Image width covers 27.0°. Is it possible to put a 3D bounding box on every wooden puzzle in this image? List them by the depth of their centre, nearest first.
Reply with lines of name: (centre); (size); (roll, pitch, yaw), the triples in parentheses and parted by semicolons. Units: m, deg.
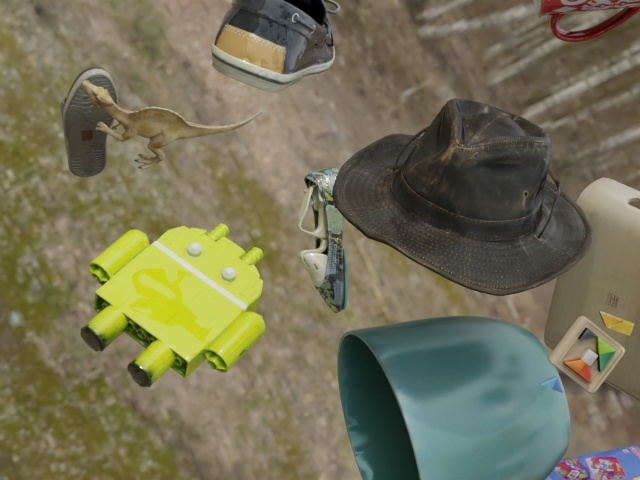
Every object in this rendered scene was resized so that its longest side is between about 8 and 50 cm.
wooden puzzle: (0.311, 0.133, 1.553); (0.078, 0.116, 0.014); (30, 2, -15)

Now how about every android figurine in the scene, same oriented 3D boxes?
android figurine: (-0.189, 0.077, 1.818); (0.248, 0.273, 0.056); (36, -36, 17)

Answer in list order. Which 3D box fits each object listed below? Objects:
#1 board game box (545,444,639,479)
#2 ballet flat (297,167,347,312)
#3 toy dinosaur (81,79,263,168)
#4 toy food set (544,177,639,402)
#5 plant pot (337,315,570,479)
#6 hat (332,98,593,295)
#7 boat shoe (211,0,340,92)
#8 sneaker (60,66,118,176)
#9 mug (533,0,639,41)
board game box: (0.496, 0.472, 2.203); (0.347, 0.233, 0.078); (-125, -151, -65)
ballet flat: (0.000, 0.000, 1.726); (0.070, 0.070, 0.188); (9, 79, -71)
toy dinosaur: (-0.157, -0.111, 1.340); (0.183, 0.092, 0.053); (10, 67, -21)
toy food set: (0.467, 0.082, 2.004); (0.092, 0.306, 0.220); (-9, 28, -38)
plant pot: (0.182, 0.229, 1.748); (0.293, 0.235, 0.293); (165, -90, -75)
hat: (0.185, -0.083, 1.548); (0.331, 0.331, 0.134); (-90, -166, -56)
boat shoe: (-0.061, -0.366, 2.231); (0.187, 0.156, 0.500); (22, 17, 3)
sneaker: (-0.371, -0.211, 2.071); (0.222, 0.083, 0.118); (111, -33, -49)
mug: (0.359, -0.335, 1.701); (0.150, 0.169, 0.113); (78, 10, -69)
